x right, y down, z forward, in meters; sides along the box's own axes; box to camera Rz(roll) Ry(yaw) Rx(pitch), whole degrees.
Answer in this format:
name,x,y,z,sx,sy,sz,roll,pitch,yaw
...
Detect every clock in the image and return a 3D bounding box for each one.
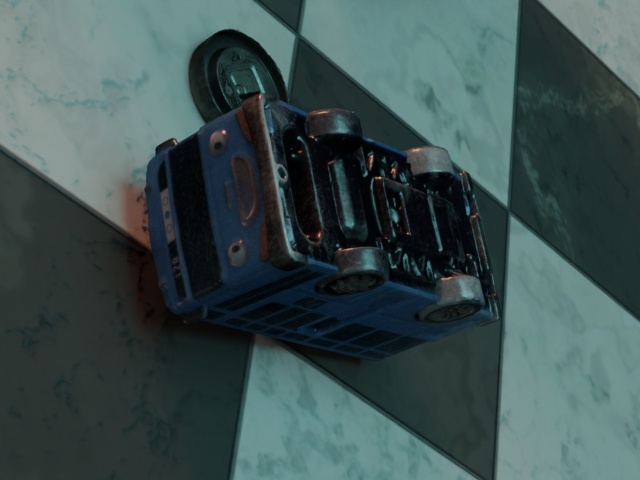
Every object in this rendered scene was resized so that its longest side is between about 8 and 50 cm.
name,x,y,z,sx,sy,sz,roll,pitch,yaw
clock,-0.054,-0.100,1.209,0.085,0.017,0.085,29,49,-40

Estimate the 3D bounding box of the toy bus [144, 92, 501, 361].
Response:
name,x,y,z,sx,sy,sz,roll,pitch,yaw
toy bus,0.000,0.000,1.122,0.234,0.133,0.116,17,57,-52
